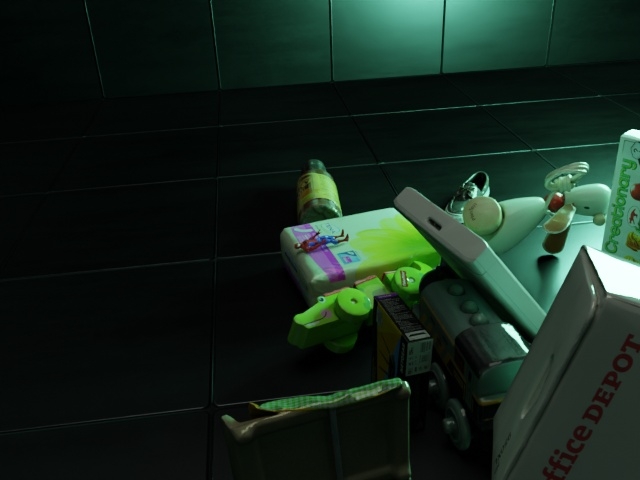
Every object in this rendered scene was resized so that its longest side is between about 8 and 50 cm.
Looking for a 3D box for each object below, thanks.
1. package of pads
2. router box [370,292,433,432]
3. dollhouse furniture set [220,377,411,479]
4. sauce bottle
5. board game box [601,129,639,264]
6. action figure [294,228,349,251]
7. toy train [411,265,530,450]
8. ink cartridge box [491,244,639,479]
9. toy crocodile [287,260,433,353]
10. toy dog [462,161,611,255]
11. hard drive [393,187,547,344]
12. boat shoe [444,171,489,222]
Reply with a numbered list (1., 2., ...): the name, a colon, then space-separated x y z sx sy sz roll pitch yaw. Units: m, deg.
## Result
1. package of pads: 0.077 0.034 1.384 0.296 0.101 0.229 -11 31 -16
2. router box: 0.124 0.192 1.005 0.046 0.179 0.133 -8 28 -16
3. dollhouse furniture set: -0.009 0.255 0.769 0.197 0.302 0.151 -12 32 -12
4. sauce bottle: -0.010 -0.117 1.664 0.111 0.111 0.344 -4 27 -2
5. board game box: 0.678 -0.051 1.274 0.053 0.305 0.193 -25 35 -31
6. action figure: 0.000 0.000 1.319 0.115 0.030 0.038 -16 38 -18
7. toy train: 0.235 0.179 1.008 0.142 0.190 0.334 -7 29 -8
8. ink cartridge box: 0.428 0.214 0.711 0.395 0.285 0.166 21 23 6
9. toy crocodile: 0.088 0.116 1.190 0.340 0.115 0.105 -17 51 -27
10. toy dog: 0.459 -0.021 1.382 0.333 0.161 0.220 -20 -23 30
11. hard drive: 0.285 0.067 1.093 0.047 0.353 0.233 -46 35 3
12. boat shoe: 0.388 -0.119 1.664 0.080 0.076 0.228 16 34 31
